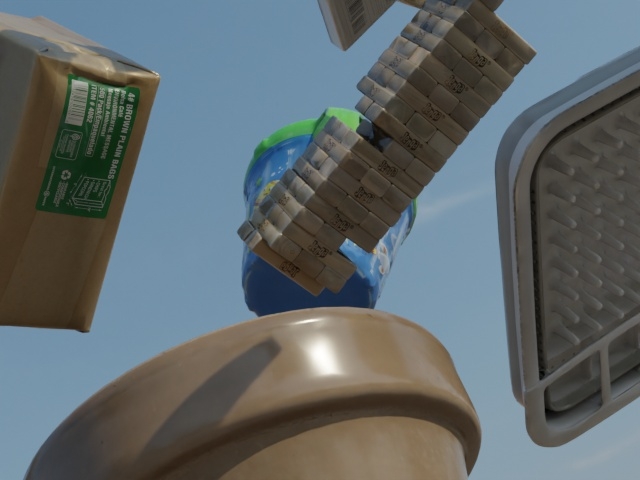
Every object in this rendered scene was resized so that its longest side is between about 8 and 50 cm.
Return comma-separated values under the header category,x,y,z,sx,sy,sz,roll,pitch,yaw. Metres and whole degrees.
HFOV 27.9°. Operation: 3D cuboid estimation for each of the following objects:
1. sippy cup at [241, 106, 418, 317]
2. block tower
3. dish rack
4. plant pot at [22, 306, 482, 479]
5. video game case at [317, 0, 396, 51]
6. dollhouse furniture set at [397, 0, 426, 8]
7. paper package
category,x,y,z,sx,sy,sz,roll,pitch,yaw
sippy cup,0.000,0.000,1.629,0.240,0.224,0.305,-18,-57,23
block tower,0.067,-0.100,1.249,0.097,0.091,0.335,36,-85,-26
dish rack,0.251,-0.015,1.050,0.286,0.072,0.332,-28,-49,-21
plant pot,-0.006,0.202,0.682,0.263,0.229,0.263,-17,-33,-12
video game case,0.041,-0.148,0.561,0.122,0.011,0.087,-45,-26,-11
dollhouse furniture set,0.034,-0.473,1.333,0.256,0.362,0.394,-56,-39,-9
paper package,-0.366,-0.092,1.508,0.168,0.309,0.324,5,-73,-45
